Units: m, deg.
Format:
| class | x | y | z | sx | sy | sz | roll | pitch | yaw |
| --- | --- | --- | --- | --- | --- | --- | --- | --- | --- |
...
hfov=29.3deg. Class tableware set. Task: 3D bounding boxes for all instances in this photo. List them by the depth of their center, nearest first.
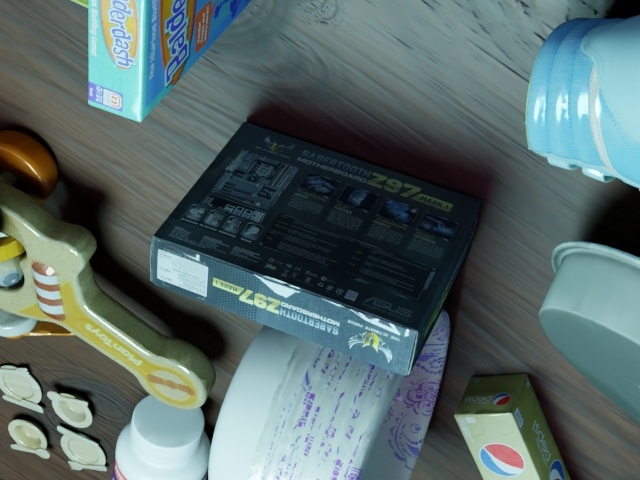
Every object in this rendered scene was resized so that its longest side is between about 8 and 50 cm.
| class | x | y | z | sx | sy | sz | roll | pitch | yaw |
| --- | --- | --- | --- | --- | --- | --- | --- | --- | --- |
| tableware set | -0.333 | 0.222 | 1.506 | 0.141 | 0.020 | 0.168 | 12 | 131 | 18 |

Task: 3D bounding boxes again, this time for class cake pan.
| class | x | y | z | sx | sy | sz | roll | pitch | yaw |
| --- | --- | --- | --- | --- | --- | --- | --- | --- | --- |
| cake pan | 0.288 | 0.111 | 0.952 | 0.293 | 0.054 | 0.293 | 38 | 172 | 6 |

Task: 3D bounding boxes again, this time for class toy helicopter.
| class | x | y | z | sx | sy | sz | roll | pitch | yaw |
| --- | --- | --- | --- | --- | --- | --- | --- | --- | --- |
| toy helicopter | -0.269 | 0.070 | 1.271 | 0.355 | 0.140 | 0.235 | 36 | 136 | -7 |

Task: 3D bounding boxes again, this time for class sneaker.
| class | x | y | z | sx | sy | sz | roll | pitch | yaw |
| --- | --- | --- | --- | --- | --- | --- | --- | --- | --- |
| sneaker | 0.274 | -0.062 | 0.904 | 0.208 | 0.127 | 0.319 | 12 | 153 | 50 |

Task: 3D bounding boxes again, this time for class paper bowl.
| class | x | y | z | sx | sy | sz | roll | pitch | yaw |
| --- | --- | --- | --- | --- | --- | --- | --- | --- | --- |
| paper bowl | 0.002 | 0.171 | 1.105 | 0.148 | 0.284 | 0.284 | 19 | 133 | 15 |

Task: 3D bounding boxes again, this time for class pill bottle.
| class | x | y | z | sx | sy | sz | roll | pitch | yaw |
| --- | --- | --- | --- | --- | --- | --- | --- | --- | --- |
| pill bottle | -0.183 | 0.263 | 1.399 | 0.108 | 0.108 | 0.193 | 23 | 133 | 9 |

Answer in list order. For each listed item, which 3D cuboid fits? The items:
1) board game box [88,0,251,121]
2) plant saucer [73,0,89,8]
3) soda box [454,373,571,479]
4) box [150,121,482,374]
| class | x | y | z | sx | sy | sz | roll | pitch | yaw |
| --- | --- | --- | --- | --- | --- | --- | --- | --- | --- |
| board game box | -0.099 | -0.209 | 0.896 | 0.047 | 0.210 | 0.160 | 21 | 134 | 12 |
| plant saucer | -0.214 | -0.275 | 1.017 | 0.188 | 0.045 | 0.188 | 25 | 134 | 7 |
| soda box | 0.195 | 0.217 | 1.198 | 0.061 | 0.058 | 0.181 | -7 | 122 | 32 |
| box | 0.000 | 0.000 | 1.035 | 0.233 | 0.183 | 0.059 | 19 | 133 | 11 |
